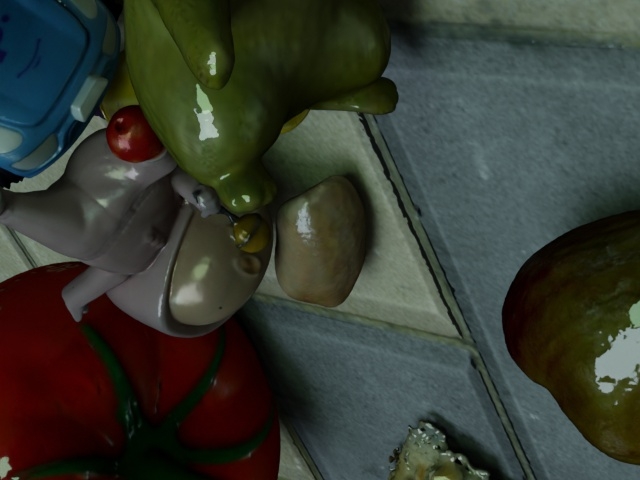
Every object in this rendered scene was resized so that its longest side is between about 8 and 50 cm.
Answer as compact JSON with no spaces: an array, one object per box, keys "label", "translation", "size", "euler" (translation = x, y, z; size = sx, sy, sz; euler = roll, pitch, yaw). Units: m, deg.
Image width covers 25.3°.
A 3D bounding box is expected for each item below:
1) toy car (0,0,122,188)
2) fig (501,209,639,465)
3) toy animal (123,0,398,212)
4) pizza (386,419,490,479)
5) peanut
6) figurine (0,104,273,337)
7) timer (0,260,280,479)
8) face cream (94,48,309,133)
[{"label":"toy car","translation":[-0.308,-0.170,1.156],"size":[0.314,0.198,0.166],"euler":[22,168,32]},{"label":"fig","translation":[0.225,0.043,0.899],"size":[0.170,0.145,0.274],"euler":[52,148,8]},{"label":"toy animal","translation":[-0.033,-0.185,0.832],"size":[0.180,0.181,0.363],"euler":[46,153,22]},{"label":"pizza","translation":[0.187,0.391,1.475],"size":[0.392,0.080,0.435],"euler":[37,152,8]},{"label":"peanut","translation":[0.000,0.000,1.174],"size":[0.076,0.076,0.152],"euler":[30,147,20]},{"label":"figurine","translation":[-0.132,-0.003,1.143],"size":[0.186,0.176,0.287],"euler":[25,169,31]},{"label":"timer","translation":[-0.230,0.208,1.416],"size":[0.279,0.378,0.378],"euler":[-1,130,47]},{"label":"face cream","translation":[-0.120,-0.121,1.151],"size":[0.273,0.078,0.078],"euler":[3,133,49]}]
